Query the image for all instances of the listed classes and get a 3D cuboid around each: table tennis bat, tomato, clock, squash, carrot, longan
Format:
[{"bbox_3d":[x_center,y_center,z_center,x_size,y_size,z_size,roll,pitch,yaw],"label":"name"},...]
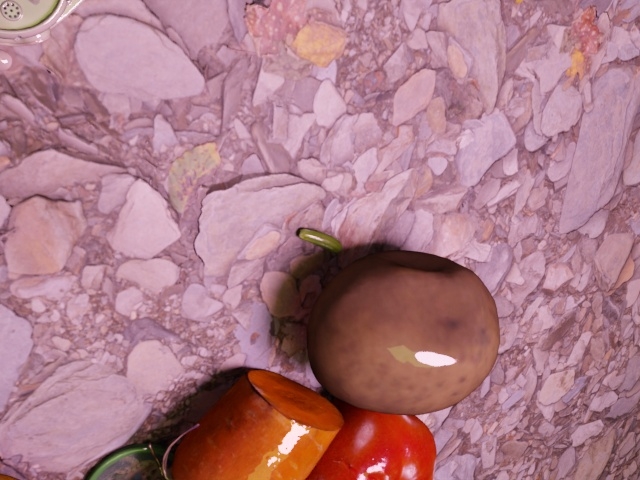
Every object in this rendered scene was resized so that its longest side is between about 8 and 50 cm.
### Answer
[{"bbox_3d":[-0.273,0.426,0.939,0.257,0.039,0.161,26,94,-35],"label":"table tennis bat"},{"bbox_3d":[0.066,0.422,1.027,0.298,0.226,0.299,-18,122,-32],"label":"tomato"},{"bbox_3d":[-0.333,-0.280,0.577,0.191,0.062,0.151,-52,127,-2],"label":"clock"},{"bbox_3d":[0.001,0.000,0.927,0.089,0.027,0.027,23,97,-36],"label":"squash"},{"bbox_3d":[-0.130,0.353,0.877,0.331,0.193,0.214,-48,142,-11],"label":"carrot"},{"bbox_3d":[0.138,0.154,0.932,0.349,0.288,0.289,6,107,-28],"label":"longan"}]

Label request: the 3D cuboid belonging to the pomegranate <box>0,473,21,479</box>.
[{"bbox_3d":[-0.445,0.430,0.698,0.264,0.264,0.265,-13,117,-27],"label":"pomegranate"}]
